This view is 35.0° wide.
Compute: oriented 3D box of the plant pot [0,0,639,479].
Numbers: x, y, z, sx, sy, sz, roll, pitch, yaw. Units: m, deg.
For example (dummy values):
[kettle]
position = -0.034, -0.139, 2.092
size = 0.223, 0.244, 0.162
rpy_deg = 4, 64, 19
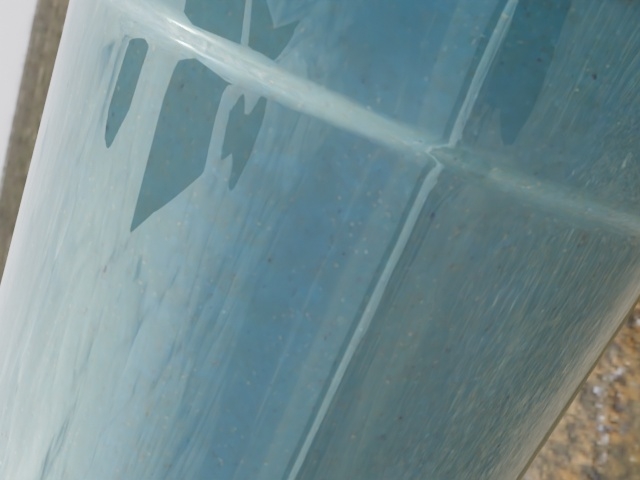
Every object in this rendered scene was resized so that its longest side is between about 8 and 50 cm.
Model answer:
[plant pot]
position = 0.000, 0.000, 0.489
size = 0.341, 0.341, 0.334
rpy_deg = -118, 49, -66
